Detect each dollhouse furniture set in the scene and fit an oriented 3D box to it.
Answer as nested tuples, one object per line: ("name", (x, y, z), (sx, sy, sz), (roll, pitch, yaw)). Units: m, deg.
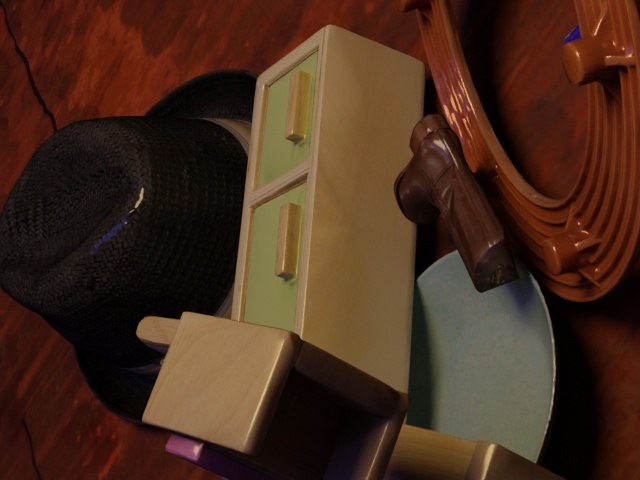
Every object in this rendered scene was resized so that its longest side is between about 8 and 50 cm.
("dollhouse furniture set", (-0.026, 0.222, 0.588), (0.198, 0.286, 0.303), (3, 67, 52))

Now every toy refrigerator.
("toy refrigerator", (0.000, 0.000, 0.889), (0.102, 0.094, 0.270), (-26, 52, 54))

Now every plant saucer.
("plant saucer", (0.093, 0.101, 0.808), (0.195, 0.037, 0.195), (-37, 44, 47))

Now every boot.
("boot", (0.085, -0.005, 0.803), (0.106, 0.037, 0.114), (86, 161, -56))

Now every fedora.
("fedora", (-0.162, -0.008, 1.068), (0.334, 0.152, 0.334), (-19, 64, 45))

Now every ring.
("ring", (0.095, -0.125, 0.732), (0.336, 0.032, 0.337), (164, 90, -80))

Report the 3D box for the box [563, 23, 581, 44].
("box", (0.214, -0.067, 0.664), (0.072, 0.126, 0.137), (-49, 46, 30))
